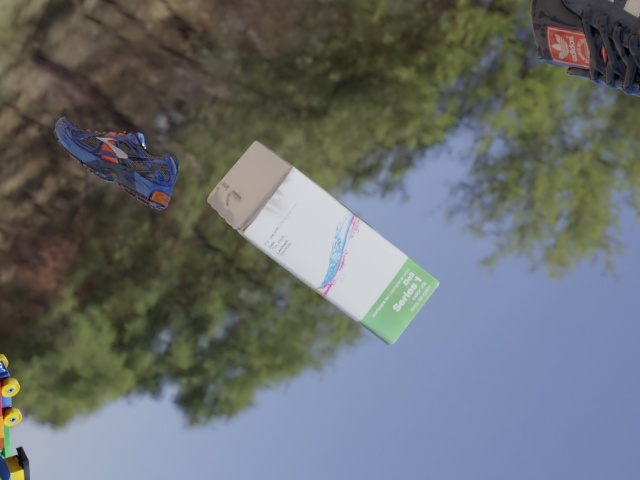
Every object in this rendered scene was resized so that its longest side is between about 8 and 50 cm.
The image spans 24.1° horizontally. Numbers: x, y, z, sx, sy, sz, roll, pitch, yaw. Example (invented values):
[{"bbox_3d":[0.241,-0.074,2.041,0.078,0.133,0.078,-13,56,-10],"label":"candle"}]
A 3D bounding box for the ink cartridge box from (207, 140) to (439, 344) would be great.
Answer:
[{"bbox_3d":[0.000,0.000,2.068,0.117,0.278,0.201,-52,-158,1],"label":"ink cartridge box"}]

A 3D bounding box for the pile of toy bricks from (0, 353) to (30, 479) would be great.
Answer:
[{"bbox_3d":[-0.279,0.149,1.090,0.118,0.105,0.212,53,-31,39],"label":"pile of toy bricks"}]

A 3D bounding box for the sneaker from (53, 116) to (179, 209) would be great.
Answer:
[{"bbox_3d":[-0.301,-0.129,2.236,0.087,0.221,0.083,-58,166,-9],"label":"sneaker"}]

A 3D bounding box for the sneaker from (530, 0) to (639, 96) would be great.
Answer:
[{"bbox_3d":[0.262,-0.165,1.265,0.350,0.148,0.131,-101,180,-59],"label":"sneaker"}]
